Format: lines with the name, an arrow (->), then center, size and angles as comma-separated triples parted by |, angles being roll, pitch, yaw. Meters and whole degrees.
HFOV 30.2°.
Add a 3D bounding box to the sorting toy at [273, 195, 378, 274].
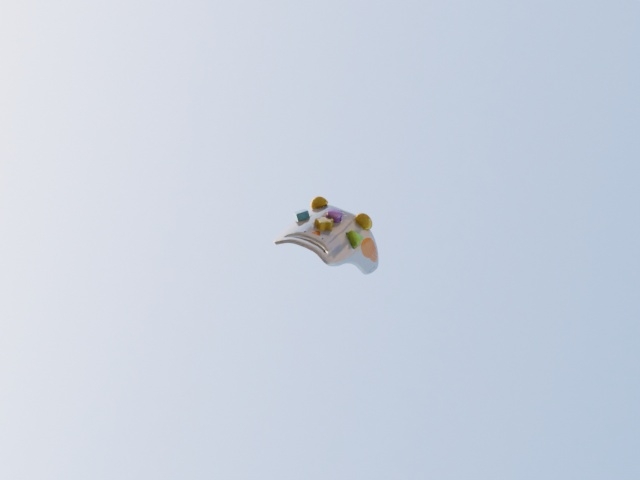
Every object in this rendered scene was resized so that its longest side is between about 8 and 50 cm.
sorting toy -> 0.000, 0.000, 0.950 | 0.083, 0.075, 0.044 | 21, -67, 18
